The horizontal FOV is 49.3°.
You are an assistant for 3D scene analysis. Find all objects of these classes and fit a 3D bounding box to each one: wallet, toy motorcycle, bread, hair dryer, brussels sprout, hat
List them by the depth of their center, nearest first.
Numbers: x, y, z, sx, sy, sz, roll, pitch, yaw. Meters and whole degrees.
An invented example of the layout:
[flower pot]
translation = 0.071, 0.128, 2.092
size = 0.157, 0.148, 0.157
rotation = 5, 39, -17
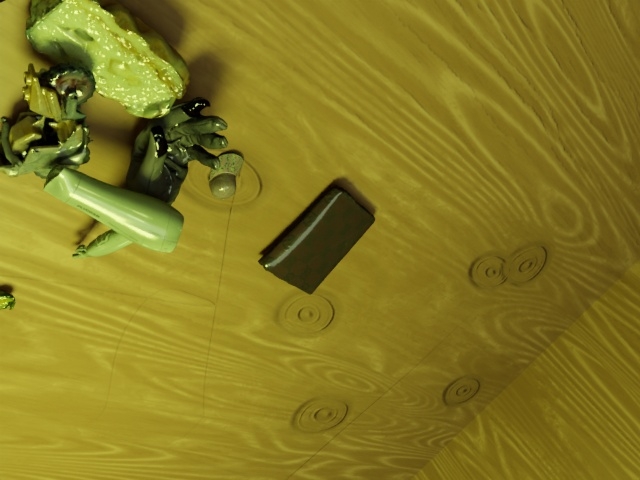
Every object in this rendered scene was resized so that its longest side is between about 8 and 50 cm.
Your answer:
[bread]
translation = -0.283, -0.261, 0.947
size = 0.128, 0.088, 0.232
rotation = -27, 141, 24
[toy motorcycle]
translation = -0.384, -0.153, 0.958
size = 0.130, 0.094, 0.229
rotation = -8, 151, -31
[hair dryer]
translation = -0.350, -0.021, 1.075
size = 0.206, 0.075, 0.237
rotation = 26, 144, -31
[brussels sprout]
translation = -0.546, 0.112, 1.142
size = 0.083, 0.051, 0.046
rotation = -43, 179, -34
[hat]
translation = -0.163, -0.109, 1.221
size = 0.058, 0.042, 0.087
rotation = 16, 117, -46
[wallet]
translation = 0.000, 0.000, 1.449
size = 0.229, 0.049, 0.182
rotation = -46, 140, 7

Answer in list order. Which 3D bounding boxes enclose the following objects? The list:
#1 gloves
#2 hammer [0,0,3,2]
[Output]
[gloves]
translation = -0.246, -0.112, 1.094
size = 0.285, 0.119, 0.142
rotation = -45, 171, 31
[hammer]
translation = -0.426, -0.349, 0.809
size = 0.065, 0.021, 0.178
rotation = -28, 137, -13
